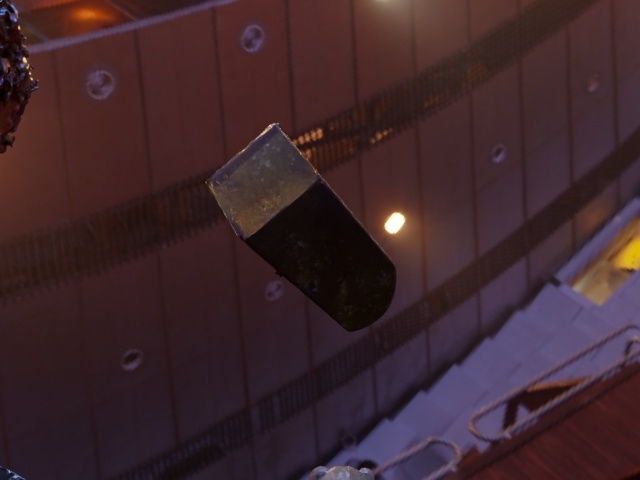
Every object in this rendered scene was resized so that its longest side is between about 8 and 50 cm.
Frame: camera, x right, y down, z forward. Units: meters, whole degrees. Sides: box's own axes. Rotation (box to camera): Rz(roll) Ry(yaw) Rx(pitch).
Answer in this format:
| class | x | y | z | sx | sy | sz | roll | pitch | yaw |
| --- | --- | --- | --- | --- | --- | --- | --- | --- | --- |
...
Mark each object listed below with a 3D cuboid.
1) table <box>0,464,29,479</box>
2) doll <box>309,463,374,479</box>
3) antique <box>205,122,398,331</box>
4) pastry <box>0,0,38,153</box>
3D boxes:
| class | x | y | z | sx | sy | sz | roll | pitch | yaw |
| --- | --- | --- | --- | --- | --- | --- | --- | --- | --- |
| table | -0.229 | 0.313 | 0.545 | 0.318 | 0.249 | 0.317 | 1 | -94 | -15 |
| doll | 0.009 | 0.217 | 0.705 | 0.062 | 0.051 | 0.093 | 13 | -46 | -20 |
| antique | 0.000 | 0.000 | 0.787 | 0.080 | 0.081 | 0.221 | -39 | -39 | 5 |
| pastry | -0.456 | -0.199 | 1.007 | 0.274 | 0.275 | 0.193 | -56 | -18 | 7 |
